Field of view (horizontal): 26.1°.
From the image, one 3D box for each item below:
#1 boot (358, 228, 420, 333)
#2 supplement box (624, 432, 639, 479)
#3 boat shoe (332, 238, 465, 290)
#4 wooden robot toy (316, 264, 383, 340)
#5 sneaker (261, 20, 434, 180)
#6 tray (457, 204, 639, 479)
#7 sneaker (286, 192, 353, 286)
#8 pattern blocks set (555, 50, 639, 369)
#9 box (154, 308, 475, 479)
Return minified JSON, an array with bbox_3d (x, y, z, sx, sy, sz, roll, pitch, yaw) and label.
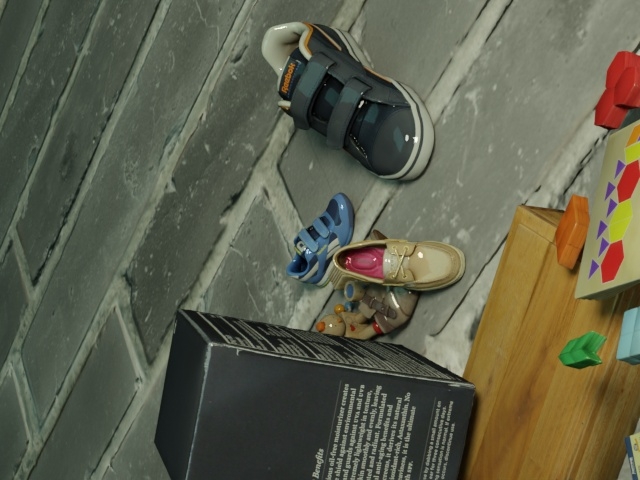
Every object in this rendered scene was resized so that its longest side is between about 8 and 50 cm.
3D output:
[{"bbox_3d":[0.077,0.055,1.733,0.087,0.042,0.118,-52,52,22],"label":"boot"},{"bbox_3d":[0.339,0.197,1.256,0.083,0.083,0.056,-35,57,52],"label":"supplement box"},{"bbox_3d":[0.091,0.029,1.663,0.170,0.059,0.063,-2,86,34],"label":"boat shoe"},{"bbox_3d":[0.032,0.101,1.775,0.076,0.079,0.173,-44,50,47],"label":"wooden robot toy"},{"bbox_3d":[0.023,-0.183,1.793,0.321,0.128,0.126,51,126,47],"label":"sneaker"},{"bbox_3d":[0.227,0.190,1.452,0.203,0.076,0.410,39,119,54],"label":"tray"},{"bbox_3d":[0.000,0.000,1.862,0.053,0.059,0.144,54,129,50],"label":"sneaker"},{"bbox_3d":[0.289,-0.038,1.247,0.285,0.026,0.324,169,119,-76],"label":"pattern blocks set"},{"bbox_3d":[-0.022,0.200,1.563,0.296,0.294,0.182,-162,84,-78],"label":"box"}]
